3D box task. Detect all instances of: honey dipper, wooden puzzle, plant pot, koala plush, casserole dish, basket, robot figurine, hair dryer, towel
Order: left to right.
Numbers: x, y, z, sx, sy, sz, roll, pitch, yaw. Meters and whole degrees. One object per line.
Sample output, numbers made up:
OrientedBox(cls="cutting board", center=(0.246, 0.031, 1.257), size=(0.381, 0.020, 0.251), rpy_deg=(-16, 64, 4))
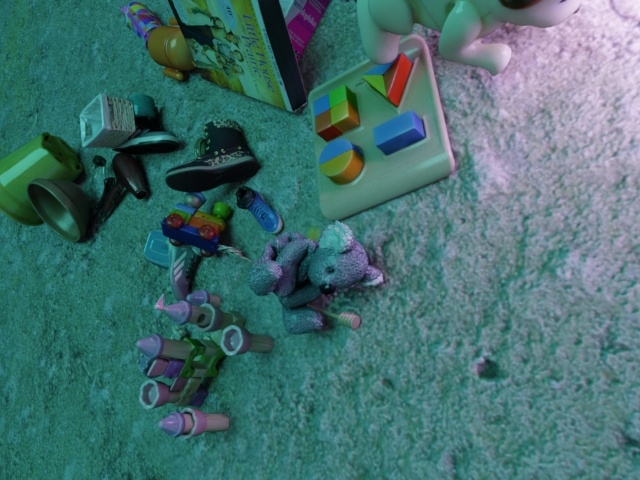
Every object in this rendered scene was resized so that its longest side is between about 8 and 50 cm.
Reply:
OrientedBox(cls="plant pot", center=(-0.993, -0.235, 1.927), size=(0.254, 0.276, 0.276), rpy_deg=(-37, 57, 8))
OrientedBox(cls="plant pot", center=(-0.846, -0.120, 1.823), size=(0.237, 0.237, 0.110), rpy_deg=(7, 41, 38))
OrientedBox(cls="basket", center=(-0.633, -0.349, 1.632), size=(0.167, 0.103, 0.113), rpy_deg=(-17, 78, 46))
OrientedBox(cls="hair dryer", center=(-0.640, -0.170, 1.759), size=(0.294, 0.080, 0.223), rpy_deg=(4, 95, 43))
OrientedBox(cls="casserole dish", center=(-0.442, 0.022, 1.559), size=(0.188, 0.037, 0.114), rpy_deg=(13, 85, 38))
OrientedBox(cls="robot figurine", center=(-0.445, -0.591, 1.693), size=(0.219, 0.128, 0.158), rpy_deg=(24, 76, 40))
OrientedBox(cls="towel", center=(0.000, 0.000, 1.254), size=(0.083, 0.009, 0.060), rpy_deg=(10, 81, 37))
OrientedBox(cls="koala plush", center=(0.003, 0.053, 1.127), size=(0.221, 0.196, 0.203), rpy_deg=(-18, 34, 31))
OrientedBox(cls="honey dipper", center=(0.015, 0.156, 1.185), size=(0.161, 0.030, 0.030), rpy_deg=(13, 84, 42))
OrientedBox(cls="wooden puzzle", center=(0.106, -0.253, 1.208), size=(0.322, 0.080, 0.347), rpy_deg=(-21, 64, 30))

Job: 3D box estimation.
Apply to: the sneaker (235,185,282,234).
OrientedBox(cls="sneaker", center=(-0.158, -0.077, 1.346), size=(0.058, 0.085, 0.152), rpy_deg=(-46, 55, 17))

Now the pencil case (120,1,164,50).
OrientedBox(cls="pencil case", center=(-0.591, -0.723, 1.859), size=(0.104, 0.104, 0.236), rpy_deg=(-52, 54, 13))

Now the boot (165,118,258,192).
OrientedBox(cls="boot", center=(-0.298, -0.226, 1.445), size=(0.236, 0.085, 0.178), rpy_deg=(-14, 56, -12))

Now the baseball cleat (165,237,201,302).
OrientedBox(cls="baseball cleat", center=(-0.356, 0.060, 1.461), size=(0.110, 0.072, 0.205), rpy_deg=(-8, 87, 8))

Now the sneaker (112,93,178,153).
OrientedBox(cls="sneaker", center=(-0.536, -0.364, 1.699), size=(0.296, 0.124, 0.178), rpy_deg=(4, 88, 39))

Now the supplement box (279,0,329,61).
OrientedBox(cls="supplement box", center=(-0.080, -0.589, 1.429), size=(0.114, 0.111, 0.220), rpy_deg=(31, 96, 38))

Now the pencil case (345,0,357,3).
OrientedBox(cls="pencil case", center=(0.198, -0.695, 1.227), size=(0.386, 0.160, 0.167), rpy_deg=(-56, 23, 10))

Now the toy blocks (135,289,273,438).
OrientedBox(cls="toy blocks", center=(-0.334, 0.258, 1.263), size=(0.309, 0.260, 0.288), rpy_deg=(33, 97, 38))

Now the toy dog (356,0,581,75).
OrientedBox(cls="toy dog", center=(0.283, -0.495, 0.960), size=(0.284, 0.395, 0.408), rpy_deg=(-43, 44, -22))

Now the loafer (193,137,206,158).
OrientedBox(cls="loafer", center=(-0.317, -0.219, 1.531), size=(0.050, 0.056, 0.148), rpy_deg=(-12, 79, 33))

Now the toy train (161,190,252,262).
OrientedBox(cls="toy train", center=(-0.268, -0.036, 1.417), size=(0.248, 0.105, 0.143), rpy_deg=(19, 57, 3))

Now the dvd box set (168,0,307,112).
OrientedBox(cls="dvd box set", center=(-0.226, -0.516, 1.407), size=(0.062, 0.307, 0.420), rpy_deg=(-42, 49, -22))
